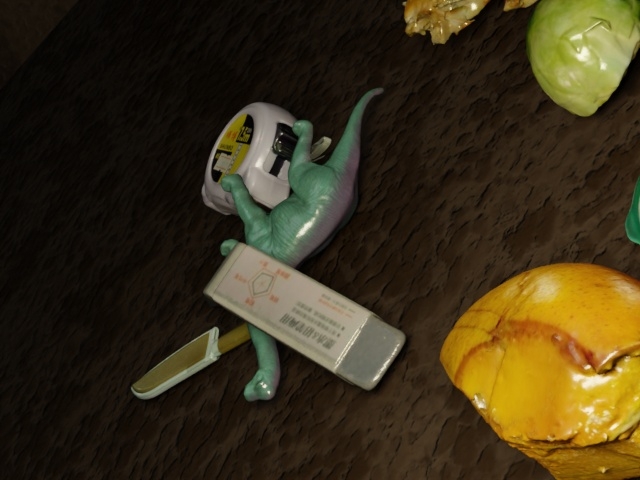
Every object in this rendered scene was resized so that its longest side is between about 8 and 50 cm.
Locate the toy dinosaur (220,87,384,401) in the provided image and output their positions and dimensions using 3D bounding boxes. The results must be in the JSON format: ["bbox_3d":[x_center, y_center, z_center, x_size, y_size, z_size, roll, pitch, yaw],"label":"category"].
[{"bbox_3d":[0.000,0.000,2.095,0.383,0.129,0.331,-42,40,7],"label":"toy dinosaur"}]

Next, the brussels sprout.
[{"bbox_3d":[0.291,-0.224,1.803,0.152,0.122,0.149,-63,1,16],"label":"brussels sprout"}]

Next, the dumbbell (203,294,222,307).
[{"bbox_3d":[-0.131,0.074,2.271,0.083,0.040,0.036,-15,77,52],"label":"dumbbell"}]

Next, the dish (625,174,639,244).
[{"bbox_3d":[0.406,-0.058,1.505,0.246,0.078,0.224,-40,31,29],"label":"dish"}]

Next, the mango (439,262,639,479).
[{"bbox_3d":[0.228,0.124,1.501,0.199,0.201,0.350,-23,12,-16],"label":"mango"}]

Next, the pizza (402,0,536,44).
[{"bbox_3d":[0.267,-0.410,2.078,0.406,0.130,0.440,-41,40,26],"label":"pizza"}]

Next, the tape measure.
[{"bbox_3d":[-0.087,-0.111,2.347,0.178,0.105,0.196,-64,26,-1],"label":"tape measure"}]

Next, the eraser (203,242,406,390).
[{"bbox_3d":[-0.026,0.089,1.965,0.352,0.061,0.089,29,81,41],"label":"eraser"}]

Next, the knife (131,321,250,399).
[{"bbox_3d":[-0.153,0.152,2.228,0.343,0.027,0.061,-32,35,33],"label":"knife"}]
